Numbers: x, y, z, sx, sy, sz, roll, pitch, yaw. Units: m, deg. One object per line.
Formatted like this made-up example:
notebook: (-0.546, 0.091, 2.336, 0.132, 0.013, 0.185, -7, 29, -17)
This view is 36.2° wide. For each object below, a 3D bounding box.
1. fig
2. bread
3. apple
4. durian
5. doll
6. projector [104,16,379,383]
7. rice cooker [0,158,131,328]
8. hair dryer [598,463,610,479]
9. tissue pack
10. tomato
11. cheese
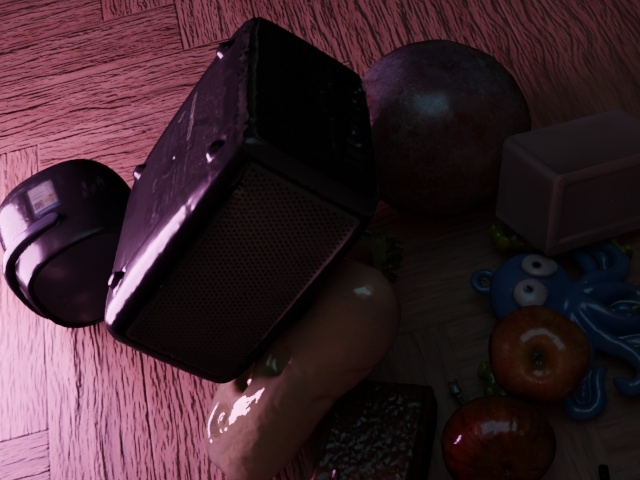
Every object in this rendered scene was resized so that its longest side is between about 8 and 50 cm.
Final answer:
fig: (0.240, 0.294, 1.405, 0.148, 0.202, 0.149, 43, 70, -6)
bread: (0.055, 0.391, 1.373, 0.165, 0.113, 0.416, 6, 54, 14)
apple: (0.315, 0.164, 1.411, 0.146, 0.131, 0.146, -1, 82, 9)
durian: (0.000, 0.000, 1.634, 0.158, 0.169, 0.352, -37, 47, -19)
doll: (0.393, 0.108, 1.527, 0.341, 0.099, 0.346, 12, 59, 21)
projector: (-0.122, -0.068, 1.440, 0.242, 0.405, 0.395, 28, 32, -20)
rice cooker: (-0.419, 0.001, 1.675, 0.267, 0.267, 0.224, -27, 52, -9)
hair dryer: (0.427, 0.410, 1.318, 0.196, 0.078, 0.248, -4, 47, 6)
tissue pack: (0.428, -0.095, 1.584, 0.246, 0.159, 0.136, -14, 36, -21)
tomato: (0.199, -0.191, 1.689, 0.317, 0.282, 0.316, 1, 45, -1)
cheese: (-0.035, 0.201, 1.428, 0.130, 0.351, 0.328, 32, 67, -20)
